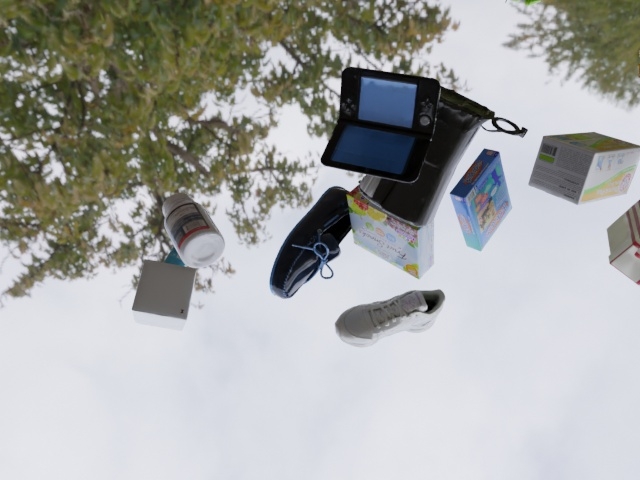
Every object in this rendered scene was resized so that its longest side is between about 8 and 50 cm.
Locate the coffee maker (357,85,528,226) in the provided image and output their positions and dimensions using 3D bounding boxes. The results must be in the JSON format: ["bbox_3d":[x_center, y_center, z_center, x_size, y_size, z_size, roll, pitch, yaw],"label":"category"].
[{"bbox_3d":[0.157,-0.112,0.823,0.120,0.178,0.171,-13,-136,-46],"label":"coffee maker"}]

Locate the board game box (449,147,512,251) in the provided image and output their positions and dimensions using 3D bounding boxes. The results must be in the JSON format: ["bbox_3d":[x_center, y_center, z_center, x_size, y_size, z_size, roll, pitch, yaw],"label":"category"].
[{"bbox_3d":[0.403,-0.098,1.466,0.047,0.210,0.160,24,-115,40],"label":"board game box"}]

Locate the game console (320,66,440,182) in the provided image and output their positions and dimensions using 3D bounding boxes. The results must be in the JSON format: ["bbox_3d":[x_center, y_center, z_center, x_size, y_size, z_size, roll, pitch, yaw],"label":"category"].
[{"bbox_3d":[0.069,-0.138,0.692,0.122,0.107,0.071,14,-149,19],"label":"game console"}]

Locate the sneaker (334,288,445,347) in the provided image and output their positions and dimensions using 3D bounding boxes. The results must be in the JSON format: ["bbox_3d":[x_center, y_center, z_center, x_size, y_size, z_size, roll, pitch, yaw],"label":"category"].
[{"bbox_3d":[0.177,0.177,1.484,0.305,0.152,0.114,-10,-121,-25],"label":"sneaker"}]

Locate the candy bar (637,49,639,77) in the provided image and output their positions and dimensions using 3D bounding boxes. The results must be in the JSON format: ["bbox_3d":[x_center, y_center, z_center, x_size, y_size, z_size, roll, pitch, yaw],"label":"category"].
[{"bbox_3d":[0.276,-0.099,0.371,0.161,0.018,0.040,10,-110,-5],"label":"candy bar"}]

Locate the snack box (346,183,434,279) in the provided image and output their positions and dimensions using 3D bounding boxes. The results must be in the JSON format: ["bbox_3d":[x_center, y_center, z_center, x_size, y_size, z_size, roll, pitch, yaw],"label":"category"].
[{"bbox_3d":[0.167,-0.025,1.393,0.207,0.174,0.070,32,-120,32],"label":"snack box"}]

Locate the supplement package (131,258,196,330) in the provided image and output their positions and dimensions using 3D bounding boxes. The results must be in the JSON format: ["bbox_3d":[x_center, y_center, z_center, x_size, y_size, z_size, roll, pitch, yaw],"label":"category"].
[{"bbox_3d":[-0.317,0.115,1.199,0.105,0.179,0.105,13,-108,-13],"label":"supplement package"}]

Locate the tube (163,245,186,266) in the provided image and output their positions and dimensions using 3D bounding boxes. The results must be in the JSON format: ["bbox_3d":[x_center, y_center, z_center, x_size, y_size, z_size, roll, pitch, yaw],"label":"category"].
[{"bbox_3d":[-0.396,0.091,1.540,0.080,0.052,0.207,22,-138,-5],"label":"tube"}]

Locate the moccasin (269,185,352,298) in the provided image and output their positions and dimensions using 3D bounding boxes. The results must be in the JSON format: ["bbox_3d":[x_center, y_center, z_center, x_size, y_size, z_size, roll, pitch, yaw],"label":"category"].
[{"bbox_3d":[0.000,0.000,1.440,0.117,0.138,0.342,21,-114,25],"label":"moccasin"}]

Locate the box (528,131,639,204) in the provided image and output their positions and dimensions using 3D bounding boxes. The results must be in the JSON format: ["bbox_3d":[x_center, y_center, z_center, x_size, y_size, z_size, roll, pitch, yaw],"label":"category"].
[{"bbox_3d":[0.526,-0.147,1.163,0.203,0.103,0.114,-12,-149,-38],"label":"box"}]

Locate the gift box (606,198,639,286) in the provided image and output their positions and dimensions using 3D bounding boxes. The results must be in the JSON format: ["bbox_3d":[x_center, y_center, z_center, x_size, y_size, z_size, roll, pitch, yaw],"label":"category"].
[{"bbox_3d":[0.943,-0.004,1.574,0.255,0.276,0.258,33,-145,3],"label":"gift box"}]

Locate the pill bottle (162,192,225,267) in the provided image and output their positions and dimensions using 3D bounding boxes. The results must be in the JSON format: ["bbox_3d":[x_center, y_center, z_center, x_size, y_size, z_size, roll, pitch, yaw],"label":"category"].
[{"bbox_3d":[-0.305,-0.030,1.388,0.108,0.108,0.180,-24,-132,-16],"label":"pill bottle"}]

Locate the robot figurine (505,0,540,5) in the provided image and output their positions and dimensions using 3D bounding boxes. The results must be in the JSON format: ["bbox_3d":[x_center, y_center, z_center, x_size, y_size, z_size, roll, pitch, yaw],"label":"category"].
[{"bbox_3d":[0.440,-0.554,1.254,0.115,0.101,0.067,-19,-174,31],"label":"robot figurine"}]
